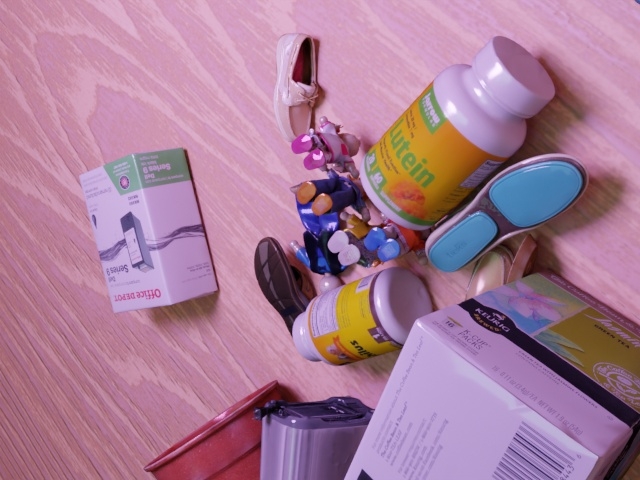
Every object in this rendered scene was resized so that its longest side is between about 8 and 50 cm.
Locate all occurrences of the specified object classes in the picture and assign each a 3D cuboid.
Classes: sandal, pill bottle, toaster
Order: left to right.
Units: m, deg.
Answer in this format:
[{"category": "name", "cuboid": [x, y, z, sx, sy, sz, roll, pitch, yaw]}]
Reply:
[{"category": "sandal", "cuboid": [-0.041, 0.090, 1.239, 0.090, 0.060, 0.219, -27, 96, 48]}, {"category": "toaster", "cuboid": [-0.005, 0.328, 1.139, 0.129, 0.226, 0.147, 6, 91, 55]}, {"category": "pill bottle", "cuboid": [0.056, 0.122, 1.113, 0.215, 0.117, 0.117, -25, 84, 43]}, {"category": "pill bottle", "cuboid": [0.171, -0.134, 0.932, 0.246, 0.136, 0.136, -46, 70, 39]}]

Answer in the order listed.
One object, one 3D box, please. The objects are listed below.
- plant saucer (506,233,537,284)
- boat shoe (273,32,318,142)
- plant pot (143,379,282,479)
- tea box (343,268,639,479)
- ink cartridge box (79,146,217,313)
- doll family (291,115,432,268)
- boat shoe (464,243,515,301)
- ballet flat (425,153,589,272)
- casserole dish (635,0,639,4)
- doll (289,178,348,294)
[{"category": "plant saucer", "cuboid": [0.259, 0.033, 0.933, 0.015, 0.083, 0.084, 22, 115, 25]}, {"category": "boat shoe", "cuboid": [-0.034, -0.237, 1.141, 0.059, 0.063, 0.170, 8, 105, 47]}, {"category": "plant pot", "cuboid": [-0.120, 0.429, 1.268, 0.272, 0.272, 0.265, -37, 83, 41]}, {"category": "tea box", "cuboid": [0.217, 0.244, 0.851, 0.220, 0.323, 0.329, 36, 120, 30]}, {"category": "ink cartridge box", "cuboid": [-0.336, -0.015, 1.428, 0.211, 0.121, 0.290, -12, 93, 43]}, {"category": "doll family", "cuboid": [0.046, -0.047, 1.053, 0.118, 0.163, 0.263, -44, 76, 29]}, {"category": "boat shoe", "cuboid": [0.219, 0.099, 0.991, 0.068, 0.072, 0.190, 18, 112, 38]}, {"category": "ballet flat", "cuboid": [0.234, -0.044, 0.937, 0.248, 0.086, 0.086, -35, 77, 39]}, {"category": "casserole dish", "cuboid": [0.354, -0.343, 0.784, 0.114, 0.037, 0.189, -27, 82, 42]}, {"category": "doll", "cuboid": [0.000, 0.000, 1.181, 0.129, 0.046, 0.189, -6, 103, 33]}]
